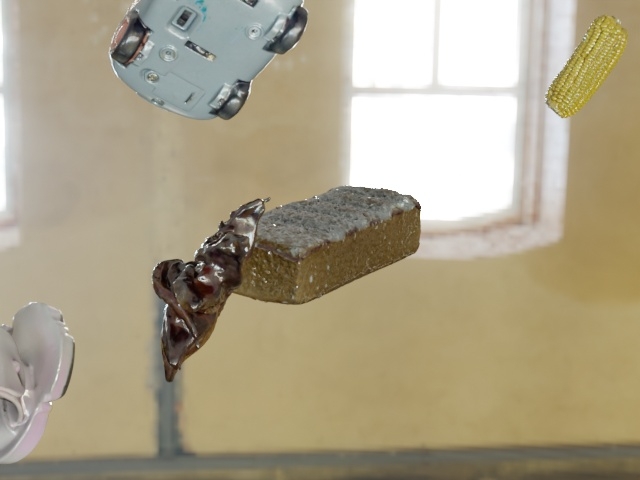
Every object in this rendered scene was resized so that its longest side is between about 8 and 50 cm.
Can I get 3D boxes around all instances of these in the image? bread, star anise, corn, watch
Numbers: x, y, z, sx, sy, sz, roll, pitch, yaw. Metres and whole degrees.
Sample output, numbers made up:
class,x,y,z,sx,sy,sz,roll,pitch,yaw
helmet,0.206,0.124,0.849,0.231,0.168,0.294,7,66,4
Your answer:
class,x,y,z,sx,sy,sz,roll,pitch,yaw
bread,0.000,0.000,2.184,0.165,0.113,0.416,8,-165,27
star anise,-0.153,0.048,1.799,0.102,0.272,0.272,29,-168,-2
corn,0.215,-0.140,1.177,0.037,0.092,0.037,37,179,1
watch,-0.479,0.180,1.968,0.231,0.244,0.196,22,-142,-44

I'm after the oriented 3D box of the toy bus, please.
class,x,y,z,sx,sy,sz,roll,pitch,yaw
toy bus,-0.150,-0.320,1.951,0.194,0.288,0.232,26,-142,-24
